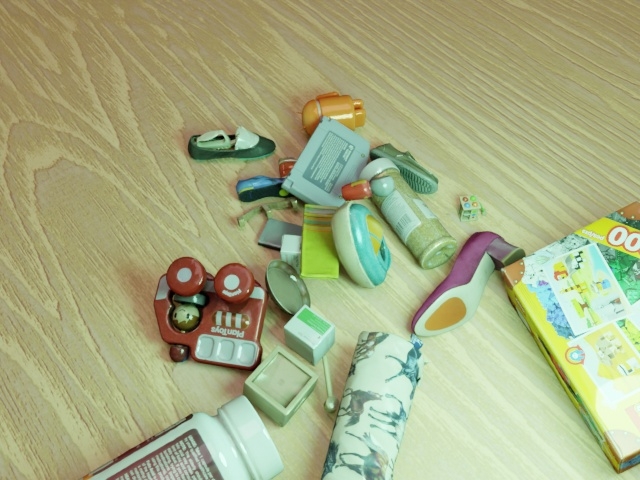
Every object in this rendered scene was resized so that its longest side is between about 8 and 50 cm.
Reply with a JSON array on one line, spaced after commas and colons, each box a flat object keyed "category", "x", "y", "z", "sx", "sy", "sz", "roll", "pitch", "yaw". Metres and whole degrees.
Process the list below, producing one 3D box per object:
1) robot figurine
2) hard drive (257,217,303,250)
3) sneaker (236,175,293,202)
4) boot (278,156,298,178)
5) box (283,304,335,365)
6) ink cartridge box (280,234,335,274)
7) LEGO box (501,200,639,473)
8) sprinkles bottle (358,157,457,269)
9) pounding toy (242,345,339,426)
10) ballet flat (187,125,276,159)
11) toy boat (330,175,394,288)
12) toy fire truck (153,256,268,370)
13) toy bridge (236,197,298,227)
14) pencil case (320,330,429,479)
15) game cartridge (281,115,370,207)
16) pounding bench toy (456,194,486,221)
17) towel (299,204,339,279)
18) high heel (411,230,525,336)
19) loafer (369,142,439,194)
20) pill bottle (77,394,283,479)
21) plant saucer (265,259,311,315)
[{"category": "robot figurine", "x": 0.034, "y": -0.402, "z": 2.106, "sx": 0.219, "sy": 0.128, "sz": 0.158, "roll": -8, "pitch": 98, "yaw": -5}, {"category": "hard drive", "x": -0.101, "y": -0.010, "z": 1.877, "sx": 0.135, "sy": 0.022, "sz": 0.094, "roll": 14, "pitch": 54, "yaw": 12}, {"category": "sneaker", "x": -0.152, "y": -0.172, "z": 1.973, "sx": 0.209, "sy": 0.069, "sz": 0.082, "roll": -8, "pitch": 49, "yaw": -4}, {"category": "boot", "x": -0.051, "y": -0.213, "z": 2.015, "sx": 0.157, "sy": 0.059, "sz": 0.085, "roll": -4, "pitch": 61, "yaw": 3}, {"category": "box", "x": -0.027, "y": 0.238, "z": 1.637, "sx": 0.101, "sy": 0.102, "sz": 0.087, "roll": 33, "pitch": 62, "yaw": 22}, {"category": "ink cartridge box", "x": -0.031, "y": 0.044, "z": 1.780, "sx": 0.150, "sy": 0.109, "sz": 0.063, "roll": 5, "pitch": 54, "yaw": 5}, {"category": "LEGO box", "x": 0.715, "y": 0.214, "z": 1.512, "sx": 0.372, "sy": 0.193, "sz": 0.500, "roll": -28, "pitch": 55, "yaw": 5}, {"category": "sprinkles bottle", "x": 0.244, "y": -0.081, "z": 1.860, "sx": 0.121, "sy": 0.121, "sz": 0.355, "roll": -23, "pitch": 56, "yaw": -15}, {"category": "pounding toy", "x": -0.049, "y": 0.355, "z": 1.562, "sx": 0.206, "sy": 0.094, "sz": 0.181, "roll": 35, "pitch": 56, "yaw": 14}, {"category": "ballet flat", "x": -0.283, "y": -0.306, "z": 2.061, "sx": 0.280, "sy": 0.096, "sz": 0.095, "roll": -7, "pitch": 53, "yaw": -4}, {"category": "toy boat", "x": 0.126, "y": -0.048, "z": 1.744, "sx": 0.148, "sy": 0.267, "sz": 0.318, "roll": -11, "pitch": 51, "yaw": 18}, {"category": "toy fire truck", "x": -0.283, "y": 0.191, "z": 1.659, "sx": 0.302, "sy": 0.169, "sz": 0.254, "roll": 7, "pitch": 72, "yaw": 8}, {"category": "toy bridge", "x": -0.158, "y": -0.088, "z": 1.923, "sx": 0.188, "sy": 0.026, "sz": 0.063, "roll": -20, "pitch": 27, "yaw": -13}, {"category": "pencil case", "x": 0.127, "y": 0.405, "z": 1.469, "sx": 0.183, "sy": 0.160, "sz": 0.410, "roll": 18, "pitch": 55, "yaw": 2}, {"category": "game cartridge", "x": 0.029, "y": -0.221, "z": 1.967, "sx": 0.198, "sy": 0.062, "sz": 0.297, "roll": 34, "pitch": 60, "yaw": -9}, {"category": "pounding bench toy", "x": 0.448, "y": -0.097, "z": 1.900, "sx": 0.083, "sy": 0.065, "sz": 0.052, "roll": -6, "pitch": 53, "yaw": -3}, {"category": "towel", "x": 0.000, "y": 0.000, "z": 1.729, "sx": 0.102, "sy": 0.021, "sz": 0.237, "roll": 1, "pitch": 53, "yaw": 2}, {"category": "high heel", "x": 0.360, "y": 0.112, "z": 1.747, "sx": 0.377, "sy": 0.127, "sz": 0.181, "roll": -32, "pitch": 29, "yaw": -16}, {"category": "loafer", "x": 0.266, "y": -0.231, "z": 1.989, "sx": 0.251, "sy": 0.094, "sz": 0.087, "roll": 36, "pitch": 66, "yaw": 25}, {"category": "pill bottle", "x": -0.291, "y": 0.505, "z": 1.367, "sx": 0.392, "sy": 0.224, "sz": 0.224, "roll": -27, "pitch": 57, "yaw": -17}, {"category": "plant saucer", "x": -0.090, "y": 0.129, "z": 1.709, "sx": 0.029, "sy": 0.168, "sz": 0.168, "roll": -33, "pitch": 49, "yaw": 25}]
